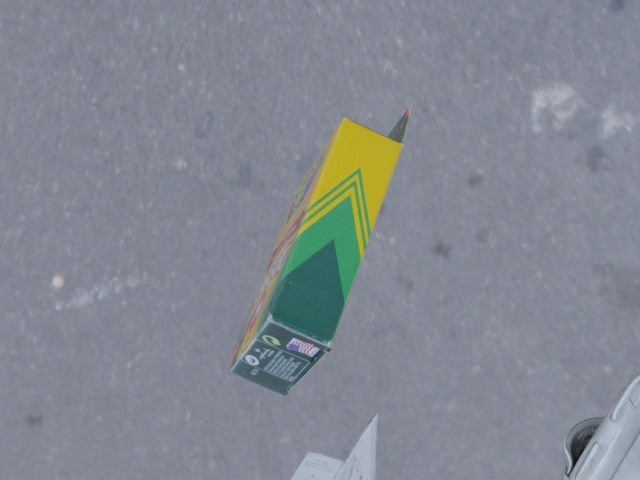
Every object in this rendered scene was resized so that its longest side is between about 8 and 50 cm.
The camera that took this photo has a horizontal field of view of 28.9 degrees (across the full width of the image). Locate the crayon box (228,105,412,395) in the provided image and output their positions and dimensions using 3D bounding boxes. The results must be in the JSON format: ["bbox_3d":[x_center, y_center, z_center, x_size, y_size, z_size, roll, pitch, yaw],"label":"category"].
[{"bbox_3d":[0.000,0.000,1.440,0.081,0.318,0.202,24,153,-6],"label":"crayon box"}]

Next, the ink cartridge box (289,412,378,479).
[{"bbox_3d":[0.006,0.395,1.659,0.060,0.239,0.275,12,122,19],"label":"ink cartridge box"}]

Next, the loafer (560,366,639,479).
[{"bbox_3d":[0.255,0.202,1.058,0.112,0.111,0.319,-10,146,-30],"label":"loafer"}]
